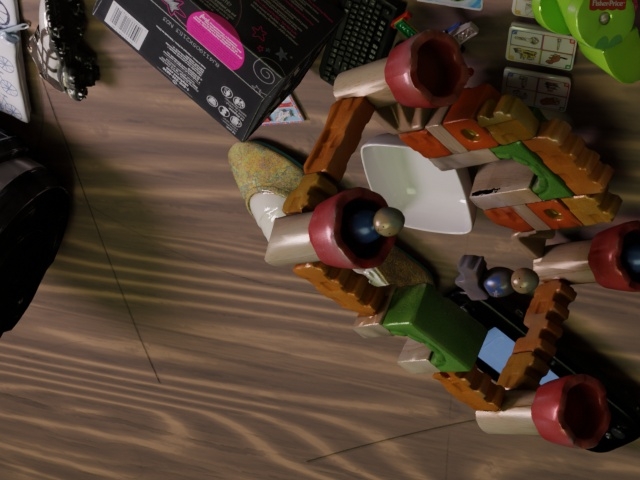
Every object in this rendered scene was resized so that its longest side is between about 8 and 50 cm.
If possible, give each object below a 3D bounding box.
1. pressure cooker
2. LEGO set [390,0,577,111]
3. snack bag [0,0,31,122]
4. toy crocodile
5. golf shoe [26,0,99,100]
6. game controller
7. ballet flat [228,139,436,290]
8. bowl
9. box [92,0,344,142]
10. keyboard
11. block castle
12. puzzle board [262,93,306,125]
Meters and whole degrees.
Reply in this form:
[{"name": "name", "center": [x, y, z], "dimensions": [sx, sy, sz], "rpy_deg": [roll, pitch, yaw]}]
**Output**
[{"name": "pressure cooker", "center": [-0.646, -0.034, 2.386], "dimensions": [0.420, 0.375, 0.370], "rpy_deg": [29, 147, 9]}, {"name": "LEGO set", "center": [0.169, -0.243, 1.755], "dimensions": [0.244, 0.060, 0.182], "rpy_deg": [10, 139, 9]}, {"name": "snack bag", "center": [-0.560, -0.349, 2.248], "dimensions": [0.323, 0.037, 0.343], "rpy_deg": [26, 143, 15]}, {"name": "toy crocodile", "center": [0.252, -0.303, 1.572], "dimensions": [0.341, 0.105, 0.115], "rpy_deg": [61, 173, -23]}, {"name": "golf shoe", "center": [-0.370, -0.277, 2.136], "dimensions": [0.094, 0.077, 0.198], "rpy_deg": [20, 140, 22]}, {"name": "game controller", "center": [0.289, 0.174, 2.109], "dimensions": [0.319, 0.067, 0.166], "rpy_deg": [39, 144, -2]}, {"name": "ballet flat", "center": [0.000, 0.000, 2.111], "dimensions": [0.348, 0.123, 0.123], "rpy_deg": [38, 145, -2]}, {"name": "bowl", "center": [0.130, -0.079, 1.965], "dimensions": [0.142, 0.053, 0.142], "rpy_deg": [8, 136, 32]}, {"name": "box", "center": [-0.123, -0.271, 1.875], "dimensions": [0.247, 0.142, 0.163], "rpy_deg": [41, 146, 1]}, {"name": "keyboard", "center": [0.058, -0.231, 1.880], "dimensions": [0.108, 0.023, 0.180], "rpy_deg": [30, 145, 8]}, {"name": "block castle", "center": [0.186, 0.004, 1.752], "dimensions": [0.453, 0.303, 0.213], "rpy_deg": [39, 152, -28]}, {"name": "puzzle board", "center": [-0.089, -0.190, 2.057], "dimensions": [0.128, 0.011, 0.096], "rpy_deg": [-2, 130, 40]}]
